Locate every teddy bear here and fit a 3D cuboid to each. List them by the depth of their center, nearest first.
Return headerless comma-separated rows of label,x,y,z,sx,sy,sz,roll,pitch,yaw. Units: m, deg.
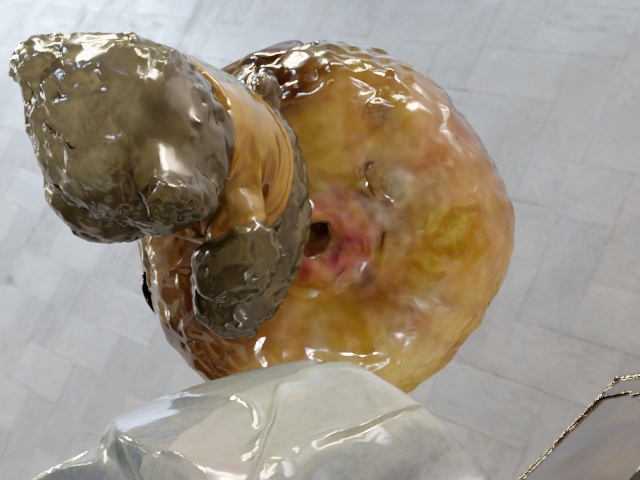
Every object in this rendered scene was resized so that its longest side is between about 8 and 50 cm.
teddy bear,-0.082,-0.044,0.530,0.177,0.190,0.140,41,96,15

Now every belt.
belt,-0.055,0.199,0.438,0.212,0.117,0.347,55,133,22

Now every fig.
fig,0.000,0.000,0.829,0.286,0.368,0.286,0,84,1

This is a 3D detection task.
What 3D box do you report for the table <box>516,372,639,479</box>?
table,0.384,0.314,1.095,0.282,0.250,0.196,-33,5,-33
